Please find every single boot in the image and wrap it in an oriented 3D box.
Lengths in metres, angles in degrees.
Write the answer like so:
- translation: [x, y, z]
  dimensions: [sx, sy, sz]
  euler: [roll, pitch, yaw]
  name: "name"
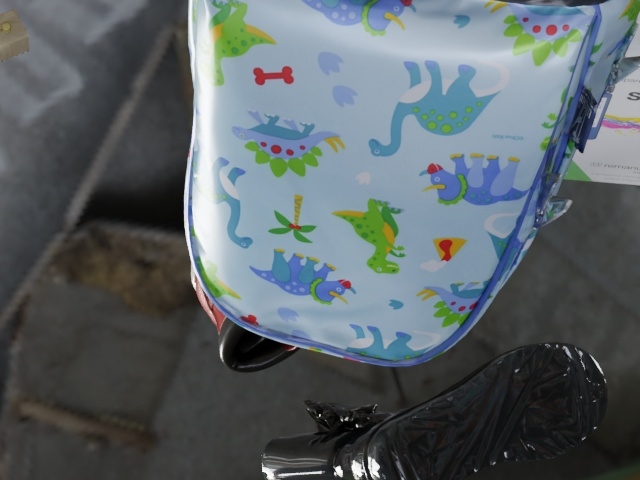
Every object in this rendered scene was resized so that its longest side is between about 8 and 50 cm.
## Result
- translation: [0.091, 0.155, 1.535]
  dimensions: [0.246, 0.094, 0.207]
  euler: [-20, -175, -29]
  name: "boot"
- translation: [0.000, 0.000, 1.517]
  dimensions: [0.244, 0.088, 0.176]
  euler: [-45, -152, 10]
  name: "boot"

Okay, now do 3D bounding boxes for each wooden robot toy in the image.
- translation: [-0.312, -0.121, 1.446]
  dimensions: [0.173, 0.076, 0.079]
  euler: [-41, 168, -17]
  name: "wooden robot toy"

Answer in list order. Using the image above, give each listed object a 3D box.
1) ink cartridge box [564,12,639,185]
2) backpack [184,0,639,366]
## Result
- translation: [0.213, -0.124, 1.304]
  dimensions: [0.154, 0.093, 0.212]
  euler: [5, 155, -1]
  name: "ink cartridge box"
- translation: [0.038, -0.095, 1.104]
  dimensions: [0.290, 0.355, 0.273]
  euler: [13, -120, -1]
  name: "backpack"
